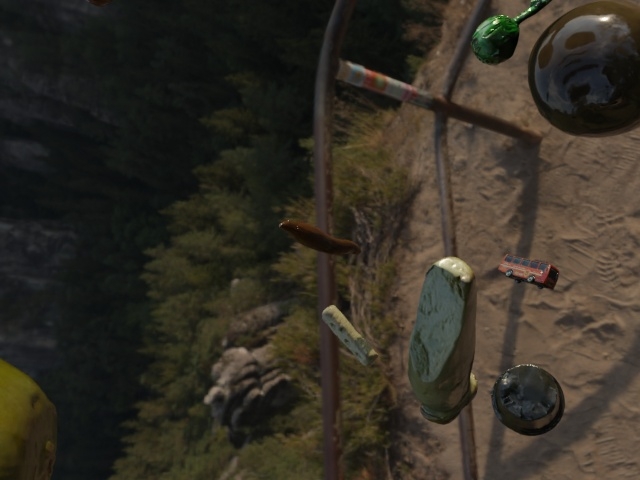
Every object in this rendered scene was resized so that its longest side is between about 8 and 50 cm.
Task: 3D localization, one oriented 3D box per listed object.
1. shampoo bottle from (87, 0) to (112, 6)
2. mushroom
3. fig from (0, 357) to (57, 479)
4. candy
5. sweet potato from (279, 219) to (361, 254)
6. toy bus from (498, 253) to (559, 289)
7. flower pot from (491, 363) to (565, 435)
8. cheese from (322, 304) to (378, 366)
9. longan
[{"bbox_3d":[-0.250,-0.454,0.890,0.314,0.118,0.076,-19,56,33],"label":"shampoo bottle"},{"bbox_3d":[0.170,0.153,0.840,0.087,0.107,0.333,31,153,32],"label":"mushroom"},{"bbox_3d":[-0.434,0.242,0.656,0.239,0.270,0.240,-176,90,-76],"label":"fig"},{"bbox_3d":[0.448,-0.484,1.224,0.323,0.097,0.097,-38,47,12],"label":"candy"},{"bbox_3d":[-0.001,0.000,1.488,0.057,0.264,0.058,-22,58,41],"label":"sweet potato"},{"bbox_3d":[0.346,0.051,1.001,0.043,0.031,0.110,-62,26,-5],"label":"toy bus"},{"bbox_3d":[0.452,0.338,1.313,0.157,0.107,0.158,-8,62,15],"label":"flower pot"},{"bbox_3d":[0.077,0.257,1.625,0.194,0.043,0.065,45,150,19],"label":"cheese"},{"bbox_3d":[0.586,-0.352,1.246,0.297,0.297,0.298,-18,68,54],"label":"longan"}]
